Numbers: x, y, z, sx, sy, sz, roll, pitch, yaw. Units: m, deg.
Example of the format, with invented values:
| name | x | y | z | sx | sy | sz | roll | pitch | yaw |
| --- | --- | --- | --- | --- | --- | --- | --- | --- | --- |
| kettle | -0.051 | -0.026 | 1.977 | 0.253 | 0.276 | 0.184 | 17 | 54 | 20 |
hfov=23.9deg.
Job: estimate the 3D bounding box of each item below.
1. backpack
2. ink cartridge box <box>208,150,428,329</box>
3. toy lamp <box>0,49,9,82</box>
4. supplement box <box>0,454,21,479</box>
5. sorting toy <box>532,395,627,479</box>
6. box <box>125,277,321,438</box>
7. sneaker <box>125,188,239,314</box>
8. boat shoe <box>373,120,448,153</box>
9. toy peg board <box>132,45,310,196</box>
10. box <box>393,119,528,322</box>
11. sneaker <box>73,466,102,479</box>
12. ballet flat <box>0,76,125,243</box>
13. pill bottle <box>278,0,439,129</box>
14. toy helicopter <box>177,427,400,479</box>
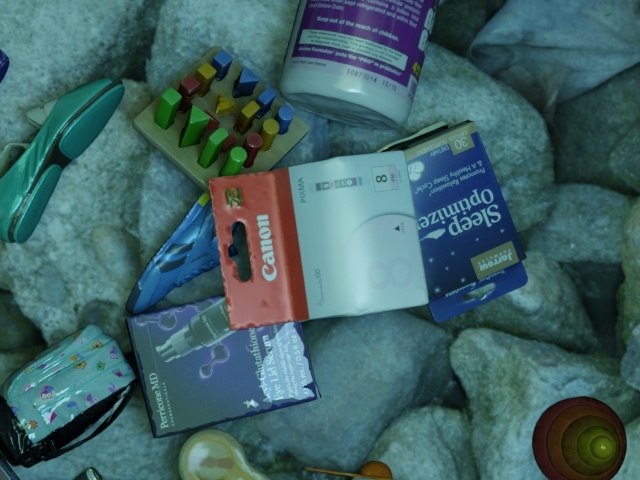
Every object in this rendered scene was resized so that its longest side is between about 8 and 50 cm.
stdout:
| name | x | y | z | sx | sy | sz | roll | pitch | yaw |
| --- | --- | --- | --- | --- | --- | --- | --- | --- | --- |
| backpack | -0.308 | 0.185 | 1.796 | 0.182 | 0.152 | 0.115 | -34 | 97 | -18 |
| ink cartridge box | 0.000 | 0.000 | 1.775 | 0.232 | 0.066 | 0.189 | -7 | 85 | -20 |
| toy lamp | -0.512 | -0.270 | 1.853 | 0.275 | 0.080 | 0.080 | 30 | 84 | -1 |
| supplement box | -0.490 | 0.321 | 1.804 | 0.239 | 0.073 | 0.130 | -37 | 89 | -5 |
| sorting toy | 0.357 | 0.371 | 1.832 | 0.127 | 0.126 | 0.365 | -12 | 85 | -5 |
| box | -0.119 | 0.143 | 1.828 | 0.207 | 0.108 | 0.153 | -15 | 87 | -5 |
| sneaker | -0.155 | 0.018 | 1.857 | 0.082 | 0.069 | 0.209 | 39 | 83 | -4 |
| boat shoe | 0.108 | -0.106 | 1.895 | 0.133 | 0.049 | 0.042 | -24 | 79 | -10 |
| toy peg board | -0.113 | -0.153 | 1.838 | 0.161 | 0.079 | 0.160 | 42 | 62 | 4 |
| box | 0.167 | -0.021 | 1.875 | 0.136 | 0.036 | 0.225 | -24 | 101 | -6 |
| sneaker | -0.273 | 0.319 | 1.844 | 0.035 | 0.031 | 0.083 | -27 | 83 | 8 |
| ballet flat | -0.340 | -0.115 | 1.852 | 0.087 | 0.083 | 0.247 | 31 | 82 | 13 |
| pill bottle | 0.063 | -0.300 | 1.849 | 0.169 | 0.169 | 0.301 | 15 | 85 | -2 |
| toy helicopter | -0.009 | 0.332 | 1.808 | 0.355 | 0.140 | 0.235 | 36 | 82 | 2 |
